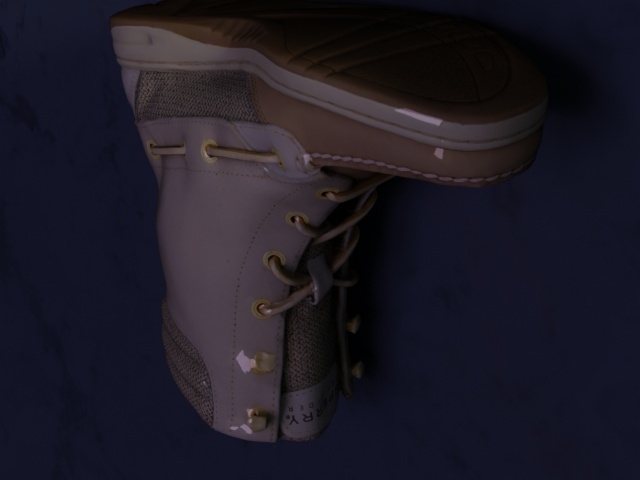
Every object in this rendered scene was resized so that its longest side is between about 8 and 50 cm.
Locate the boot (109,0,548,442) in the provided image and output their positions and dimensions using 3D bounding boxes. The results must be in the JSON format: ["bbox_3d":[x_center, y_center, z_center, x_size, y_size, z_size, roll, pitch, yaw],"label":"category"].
[{"bbox_3d":[0.000,0.000,0.679,0.262,0.095,0.204,17,118,47],"label":"boot"}]
